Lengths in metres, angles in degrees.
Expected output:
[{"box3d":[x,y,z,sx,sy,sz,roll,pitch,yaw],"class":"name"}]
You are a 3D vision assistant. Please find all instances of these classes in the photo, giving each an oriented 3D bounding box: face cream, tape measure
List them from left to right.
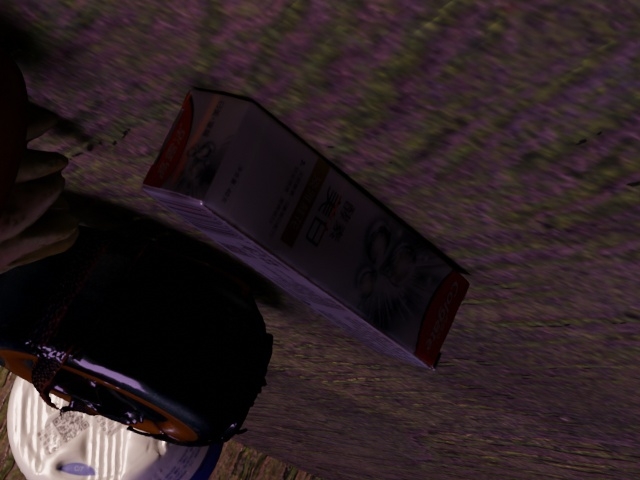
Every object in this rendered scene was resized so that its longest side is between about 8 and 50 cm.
[{"box3d":[-0.206,0.175,1.712,0.206,0.206,0.111,18,167,24],"class":"face cream"},{"box3d":[-0.141,0.070,1.230,0.202,0.135,0.223,15,166,23],"class":"tape measure"}]

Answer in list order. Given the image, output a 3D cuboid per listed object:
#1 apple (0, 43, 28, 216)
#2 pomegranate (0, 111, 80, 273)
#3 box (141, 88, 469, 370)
[{"box3d":[-0.213,-0.041,0.809,0.147,0.158,0.156,34,176,26],"class":"apple"},{"box3d":[-0.288,-0.017,0.974,0.277,0.222,0.204,5,166,-28],"class":"pomegranate"},{"box3d":[0.000,0.000,0.833,0.040,0.055,0.218,16,167,38],"class":"box"}]
